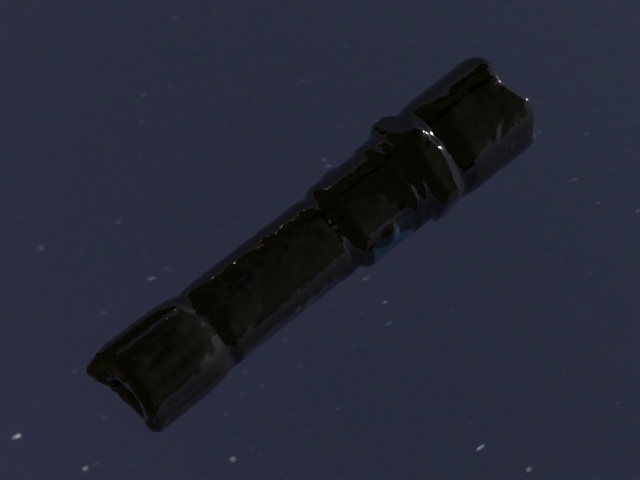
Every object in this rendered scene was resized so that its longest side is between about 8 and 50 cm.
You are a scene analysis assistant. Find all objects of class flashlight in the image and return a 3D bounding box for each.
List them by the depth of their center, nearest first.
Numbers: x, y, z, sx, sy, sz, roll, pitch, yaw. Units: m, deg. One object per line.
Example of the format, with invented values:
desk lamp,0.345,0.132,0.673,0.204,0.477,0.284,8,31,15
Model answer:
flashlight,0.000,0.000,0.971,0.103,0.424,0.103,45,-19,21
